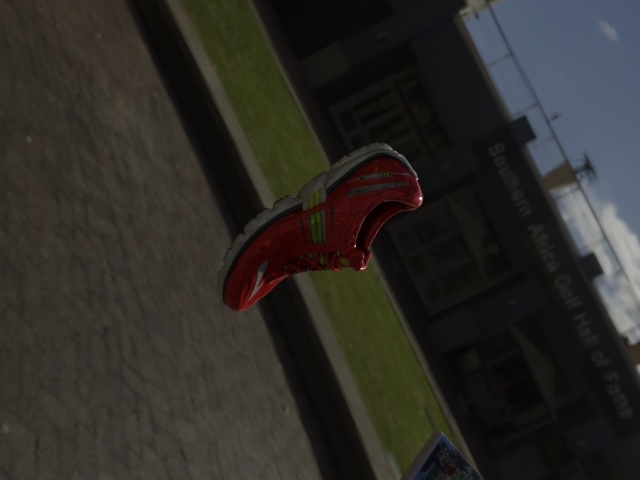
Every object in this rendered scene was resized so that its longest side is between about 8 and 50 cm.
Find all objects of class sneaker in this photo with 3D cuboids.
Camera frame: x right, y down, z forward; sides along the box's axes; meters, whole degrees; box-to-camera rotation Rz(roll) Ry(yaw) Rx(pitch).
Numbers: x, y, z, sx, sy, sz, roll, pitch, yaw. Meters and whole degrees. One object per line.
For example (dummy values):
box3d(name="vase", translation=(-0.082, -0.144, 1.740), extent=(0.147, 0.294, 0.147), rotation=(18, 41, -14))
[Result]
box3d(name="sneaker", translation=(0.000, 0.000, 1.099), extent=(0.118, 0.279, 0.107), rotation=(52, 1, 21))

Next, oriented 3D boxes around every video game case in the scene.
box3d(name="video game case", translation=(0.160, 0.386, 1.223), extent=(0.183, 0.201, 0.023), rotation=(49, -34, -8))
